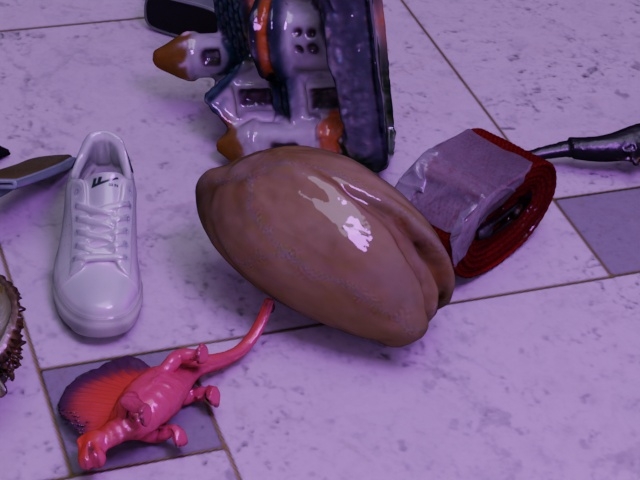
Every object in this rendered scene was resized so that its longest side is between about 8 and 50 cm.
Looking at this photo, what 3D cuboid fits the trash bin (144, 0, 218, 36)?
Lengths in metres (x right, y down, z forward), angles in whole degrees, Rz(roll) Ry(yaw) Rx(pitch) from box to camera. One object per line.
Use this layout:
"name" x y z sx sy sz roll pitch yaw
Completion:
"trash bin" -0.159 -0.322 2.146 0.116 0.059 0.130 17 37 12

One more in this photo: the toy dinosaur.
"toy dinosaur" -0.167 0.134 1.570 0.138 0.070 0.286 2 30 31

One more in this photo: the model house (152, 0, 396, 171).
"model house" -0.063 -0.209 1.878 0.300 0.272 0.190 -3 20 13

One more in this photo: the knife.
"knife" -0.346 -0.058 1.714 0.061 0.027 0.343 1 12 17

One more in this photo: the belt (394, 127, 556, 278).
"belt" 0.161 -0.046 1.781 0.124 0.128 0.201 30 40 28

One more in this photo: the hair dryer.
"hair dryer" 0.402 -0.087 1.932 0.359 0.120 0.304 -7 53 -2

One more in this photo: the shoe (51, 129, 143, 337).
"shoe" -0.236 -0.014 1.695 0.095 0.110 0.265 0 35 -10

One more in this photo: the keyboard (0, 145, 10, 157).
"keyboard" -0.449 -0.099 1.772 0.087 0.017 0.250 25 17 21

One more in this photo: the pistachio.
"pistachio" 0.000 0.000 1.656 0.293 0.182 0.162 26 49 10

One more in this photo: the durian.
"durian" -0.345 0.107 1.533 0.148 0.091 0.188 -33 43 -24
